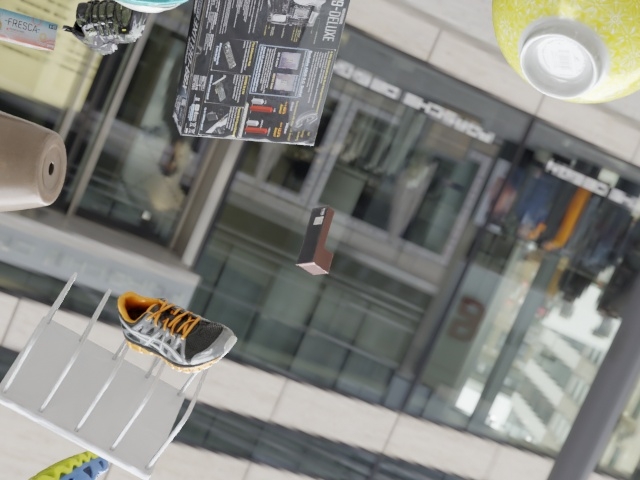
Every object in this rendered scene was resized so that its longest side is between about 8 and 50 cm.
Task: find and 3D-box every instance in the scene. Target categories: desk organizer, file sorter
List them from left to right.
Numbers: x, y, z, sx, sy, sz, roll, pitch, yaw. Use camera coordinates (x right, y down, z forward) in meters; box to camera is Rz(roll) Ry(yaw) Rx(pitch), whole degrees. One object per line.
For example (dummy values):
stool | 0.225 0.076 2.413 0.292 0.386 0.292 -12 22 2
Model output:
file sorter | -0.336 0.206 1.713 0.278 0.173 0.193 30 -145 -8
desk organizer | 0.000 0.000 2.131 0.047 0.130 0.050 -9 146 44

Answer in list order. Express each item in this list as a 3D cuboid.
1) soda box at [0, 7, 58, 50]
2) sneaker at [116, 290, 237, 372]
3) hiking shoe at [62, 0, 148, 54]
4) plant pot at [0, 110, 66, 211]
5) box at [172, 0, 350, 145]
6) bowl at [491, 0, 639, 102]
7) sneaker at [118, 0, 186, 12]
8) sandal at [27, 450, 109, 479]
soda box | -0.656 -0.455 2.284 0.058 0.063 0.183 12 -177 40
sneaker | -0.211 0.125 1.511 0.215 0.084 0.083 6 132 35
hiking shoe | -0.432 -0.444 2.154 0.114 0.086 0.227 15 155 -36
plant pot | -0.643 -0.154 2.134 0.229 0.263 0.263 8 -176 9
box | -0.098 -0.315 1.772 0.242 0.307 0.076 2 -148 -21
bowl | 0.367 -0.296 1.543 0.289 0.156 0.289 21 144 16
sneaker | -0.299 -0.377 1.464 0.275 0.107 0.110 3 -168 -28
sandal | -0.524 0.517 2.035 0.317 0.126 0.138 -35 -87 -41
